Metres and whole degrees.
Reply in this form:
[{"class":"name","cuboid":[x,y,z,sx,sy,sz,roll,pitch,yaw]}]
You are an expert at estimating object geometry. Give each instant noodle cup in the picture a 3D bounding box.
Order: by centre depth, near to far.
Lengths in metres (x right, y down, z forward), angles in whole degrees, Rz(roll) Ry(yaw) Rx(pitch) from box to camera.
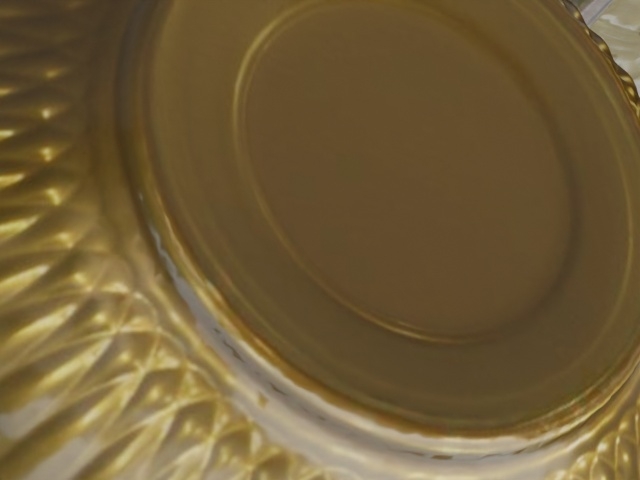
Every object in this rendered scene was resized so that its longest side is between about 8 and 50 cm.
[{"class":"instant noodle cup","cuboid":[0.000,0.000,0.410,0.274,0.274,0.091,22,146,-19]}]

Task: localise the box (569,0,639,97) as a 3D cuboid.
[{"class":"box","cuboid":[0.198,-0.160,1.019,0.297,0.190,0.225,5,140,-42]}]
